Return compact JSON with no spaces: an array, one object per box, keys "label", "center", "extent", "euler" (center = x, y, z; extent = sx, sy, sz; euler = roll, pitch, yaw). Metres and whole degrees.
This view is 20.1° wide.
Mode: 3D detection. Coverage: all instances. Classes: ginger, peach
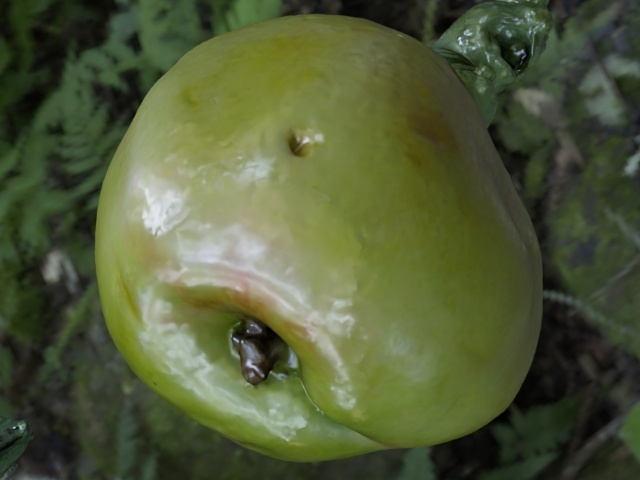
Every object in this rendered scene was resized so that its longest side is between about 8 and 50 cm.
[{"label":"ginger","center":[0.128,-0.144,1.525],"extent":[0.137,0.290,0.089],"euler":[-15,107,35]},{"label":"peach","center":[-0.004,-0.001,1.221],"extent":[0.281,0.315,0.314],"euler":[-23,125,22]}]

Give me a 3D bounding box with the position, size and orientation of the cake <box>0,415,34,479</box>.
[{"label":"cake","center":[-0.332,0.154,1.264],"extent":[0.172,0.158,0.283],"euler":[51,143,4]}]
